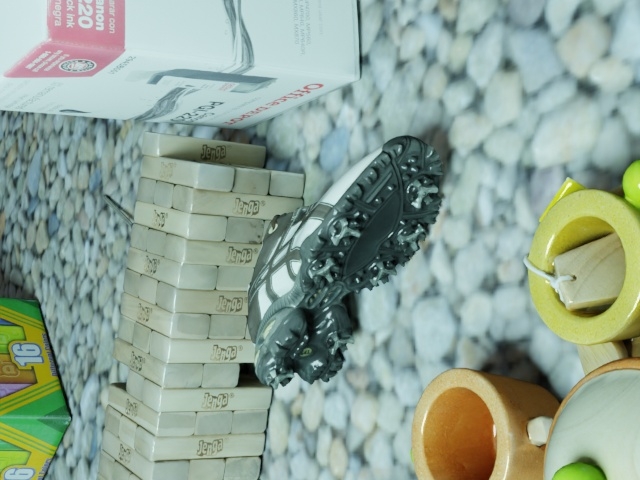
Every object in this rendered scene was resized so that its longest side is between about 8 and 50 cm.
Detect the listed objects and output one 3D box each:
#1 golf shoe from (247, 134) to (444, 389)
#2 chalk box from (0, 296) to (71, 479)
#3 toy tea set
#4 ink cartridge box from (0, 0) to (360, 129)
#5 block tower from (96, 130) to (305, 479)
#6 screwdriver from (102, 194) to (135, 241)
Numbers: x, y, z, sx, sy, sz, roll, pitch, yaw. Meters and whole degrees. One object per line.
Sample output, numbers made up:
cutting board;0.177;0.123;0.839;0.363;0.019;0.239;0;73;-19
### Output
golf shoe;0.000;0.000;0.670;0.198;0.077;0.094;-57;42;33
chalk box;-0.428;0.170;1.091;0.180;0.289;0.179;-61;40;31
toy tea set;0.076;0.130;0.492;0.336;0.124;0.200;-62;40;30
ink cartridge box;-0.105;-0.138;0.718;0.158;0.218;0.092;-13;80;55
block tower;-0.091;0.095;0.779;0.097;0.091;0.335;13;97;55
screwdriver;-0.169;-0.018;0.981;0.025;0.024;0.170;-47;33;1
